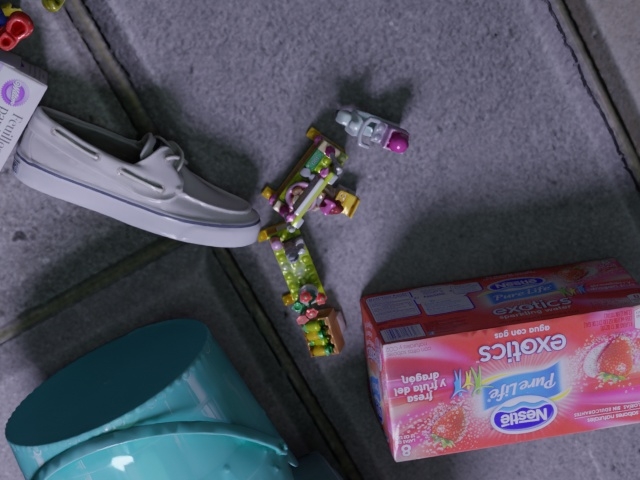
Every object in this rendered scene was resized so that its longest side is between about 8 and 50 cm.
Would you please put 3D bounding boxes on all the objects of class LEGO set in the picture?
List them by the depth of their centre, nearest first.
[{"bbox_3d":[0.000,0.000,1.965,0.132,0.107,0.287,12,107,-12],"label":"LEGO set"}]

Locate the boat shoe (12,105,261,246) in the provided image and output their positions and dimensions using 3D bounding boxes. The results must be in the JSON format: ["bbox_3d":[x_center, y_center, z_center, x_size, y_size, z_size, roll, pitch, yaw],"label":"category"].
[{"bbox_3d":[-0.182,-0.070,1.926,0.267,0.096,0.088,19,110,-6],"label":"boat shoe"}]

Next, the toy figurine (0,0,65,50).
[{"bbox_3d":[-0.360,-0.282,1.780,0.362,0.191,0.217,-39,105,4],"label":"toy figurine"}]

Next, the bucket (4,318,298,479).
[{"bbox_3d":[-0.184,0.221,1.938,0.281,0.281,0.183,-27,108,1],"label":"bucket"}]

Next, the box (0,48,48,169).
[{"bbox_3d":[-0.385,-0.045,1.916,0.063,0.067,0.324,28,104,-16],"label":"box"}]

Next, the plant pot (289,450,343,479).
[{"bbox_3d":[-0.064,0.423,2.000,0.334,0.341,0.341,-34,110,-5],"label":"plant pot"}]

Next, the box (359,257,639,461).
[{"bbox_3d":[0.204,0.126,2.017,0.300,0.154,0.142,-9,110,-7],"label":"box"}]
